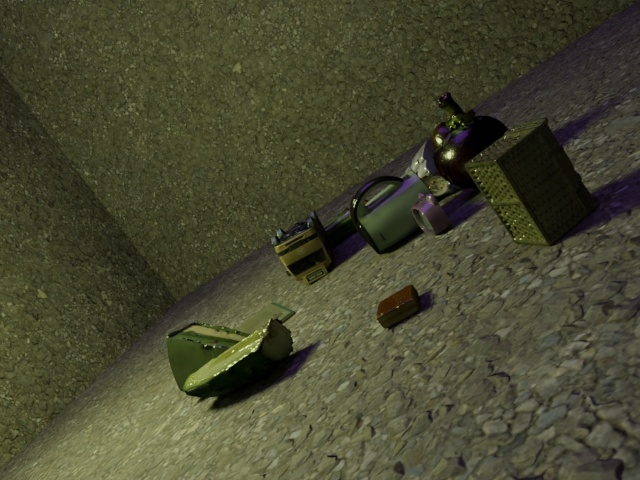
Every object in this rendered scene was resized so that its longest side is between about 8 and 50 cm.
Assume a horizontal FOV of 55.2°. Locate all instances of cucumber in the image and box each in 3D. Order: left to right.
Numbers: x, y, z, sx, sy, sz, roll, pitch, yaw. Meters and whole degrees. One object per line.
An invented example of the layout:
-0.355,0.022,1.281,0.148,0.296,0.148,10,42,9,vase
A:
-0.213,0.326,1.522,0.325,0.105,0.145,-33,18,27,cucumber

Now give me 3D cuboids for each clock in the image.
0.341,-0.189,2.011,0.189,0.189,0.254,-44,-1,-44,clock
0.294,-0.073,1.675,0.050,0.110,0.152,-33,7,-2,clock

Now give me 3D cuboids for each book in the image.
-0.202,0.279,1.987,0.214,0.025,0.282,-36,9,-12,book

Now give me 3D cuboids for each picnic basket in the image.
0.405,-0.113,1.161,0.154,0.196,0.134,-36,8,-8,picnic basket

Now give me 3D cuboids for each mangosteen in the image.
0.420,-0.284,1.732,0.231,0.289,0.231,-24,25,12,mangosteen

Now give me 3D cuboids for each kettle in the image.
0.205,-0.098,1.811,0.236,0.221,0.161,-35,32,3,kettle

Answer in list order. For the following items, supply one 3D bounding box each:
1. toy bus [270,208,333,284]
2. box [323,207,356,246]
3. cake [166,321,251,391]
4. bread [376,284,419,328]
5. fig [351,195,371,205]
-0.052,0.022,2.226,0.176,0.202,0.365,-28,6,6,toy bus
0.000,0.000,2.479,0.345,0.097,0.134,-36,8,-1,box
-0.265,0.340,1.693,0.283,0.172,0.158,5,11,23,cake
0.163,0.138,1.280,0.090,0.035,0.094,-33,8,15,bread
0.180,-0.093,2.204,0.128,0.150,0.128,-47,-25,-30,fig
